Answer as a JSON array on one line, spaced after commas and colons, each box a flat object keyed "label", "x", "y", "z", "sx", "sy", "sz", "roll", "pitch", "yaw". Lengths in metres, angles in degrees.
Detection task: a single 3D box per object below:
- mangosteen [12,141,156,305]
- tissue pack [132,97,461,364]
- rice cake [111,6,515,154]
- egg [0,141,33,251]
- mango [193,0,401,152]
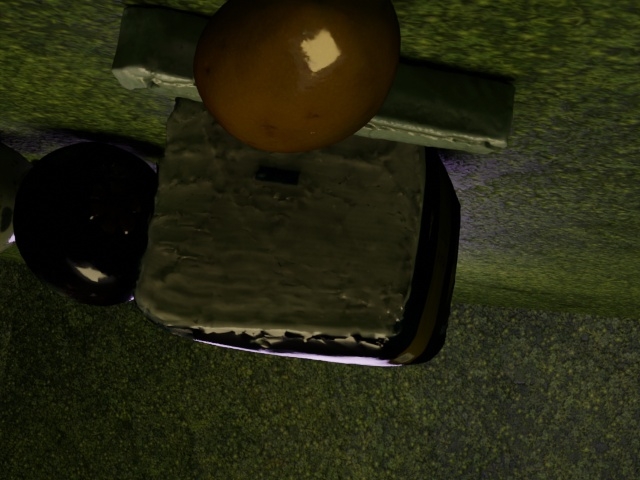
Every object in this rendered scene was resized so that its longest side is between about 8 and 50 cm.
[{"label": "mangosteen", "x": -0.303, "y": -0.021, "z": 1.653, "sx": 0.243, "sy": 0.243, "sz": 0.243, "roll": 8, "pitch": 174, "yaw": 1}, {"label": "tissue pack", "x": 0.000, "y": 0.000, "z": 1.330, "sx": 0.264, "sy": 0.253, "sz": 0.416, "roll": 7, "pitch": 175, "yaw": 12}, {"label": "rice cake", "x": -0.002, "y": -0.129, "z": 1.029, "sx": 0.336, "sy": 0.066, "sz": 0.063, "roll": 9, "pitch": 165, "yaw": -13}, {"label": "egg", "x": -0.481, "y": -0.059, "z": 1.731, "sx": 0.177, "sy": 0.177, "sz": 0.228, "roll": 3, "pitch": -174, "yaw": 34}, {"label": "mango", "x": -0.017, "y": -0.125, "z": 0.861, "sx": 0.138, "sy": 0.113, "sz": 0.253, "roll": 9, "pitch": 171, "yaw": -7}]
